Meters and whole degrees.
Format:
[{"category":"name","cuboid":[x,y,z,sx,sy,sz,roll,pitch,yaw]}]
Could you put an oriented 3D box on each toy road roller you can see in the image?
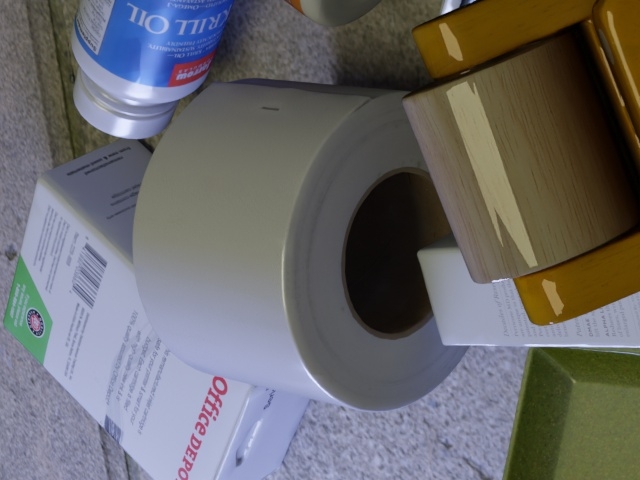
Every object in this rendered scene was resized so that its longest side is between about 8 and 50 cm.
[{"category":"toy road roller","cuboid":[0.226,-0.087,1.163,0.240,0.329,0.202,-103,-10,-84]}]

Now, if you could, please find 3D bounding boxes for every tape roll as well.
[{"category":"tape roll","cuboid":[0.000,0.000,1.512,0.169,0.246,0.246,10,118,43]}]

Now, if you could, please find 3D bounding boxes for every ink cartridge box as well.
[{"category":"ink cartridge box","cuboid":[-0.143,0.081,1.800,0.289,0.121,0.211,43,136,21]}]

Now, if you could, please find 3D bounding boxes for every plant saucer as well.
[{"category":"plant saucer","cuboid":[0.226,0.174,1.474,0.188,0.045,0.188,3,77,45]}]

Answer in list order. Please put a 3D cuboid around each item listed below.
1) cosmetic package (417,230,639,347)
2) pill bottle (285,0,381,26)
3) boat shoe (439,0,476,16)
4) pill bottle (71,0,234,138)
[{"category":"cosmetic package","cuboid":[0.196,0.021,1.419,0.231,0.117,0.085,-4,107,48]},{"category":"pill bottle","cuboid":[-0.038,-0.267,1.499,0.216,0.121,0.121,40,135,25]},{"category":"boat shoe","cuboid":[0.142,-0.199,1.293,0.099,0.116,0.319,16,154,3]},{"category":"pill bottle","cuboid":[-0.139,-0.194,1.642,0.124,0.124,0.221,44,137,20]}]
